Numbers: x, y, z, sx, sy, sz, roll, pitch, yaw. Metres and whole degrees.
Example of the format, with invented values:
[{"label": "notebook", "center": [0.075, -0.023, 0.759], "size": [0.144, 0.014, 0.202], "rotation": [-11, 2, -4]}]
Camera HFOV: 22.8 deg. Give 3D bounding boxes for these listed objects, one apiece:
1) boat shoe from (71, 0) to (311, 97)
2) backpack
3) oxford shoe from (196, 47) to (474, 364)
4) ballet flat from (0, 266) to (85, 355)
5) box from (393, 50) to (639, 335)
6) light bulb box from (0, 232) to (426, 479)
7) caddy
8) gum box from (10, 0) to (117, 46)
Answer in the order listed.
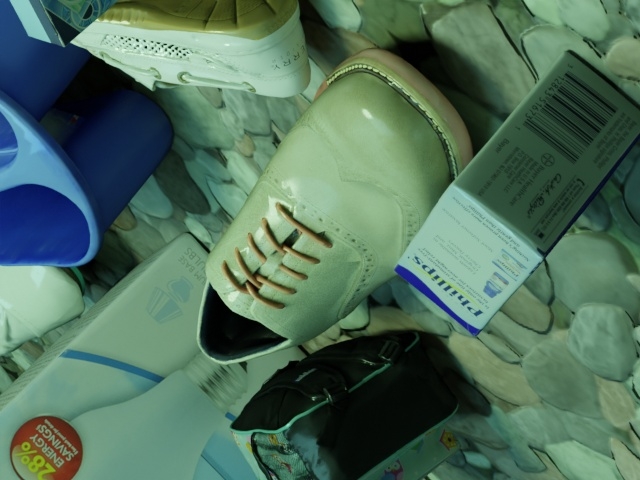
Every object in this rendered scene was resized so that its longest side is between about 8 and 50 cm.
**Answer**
[{"label": "boat shoe", "center": [-0.122, -0.153, 1.177], "size": [0.277, 0.098, 0.096], "rotation": [19, 144, 39]}, {"label": "backpack", "center": [0.017, 0.165, 1.381], "size": [0.188, 0.166, 0.144], "rotation": [-3, 119, 60]}, {"label": "oxford shoe", "center": [0.000, 0.000, 1.175], "size": [0.140, 0.146, 0.397], "rotation": [42, 154, 8]}, {"label": "ballet flat", "center": [-0.358, 0.068, 1.745], "size": [0.139, 0.139, 0.400], "rotation": [50, 163, -14]}, {"label": "box", "center": [0.123, -0.026, 0.985], "size": [0.072, 0.126, 0.137], "rotation": [39, 155, 5]}, {"label": "light bulb box", "center": [-0.162, 0.254, 1.549], "size": [0.358, 0.361, 0.225], "rotation": [46, 155, -6]}, {"label": "caddy", "center": [-0.298, -0.089, 1.406], "size": [0.341, 0.179, 0.241], "rotation": [-2, 133, 50]}, {"label": "gum box", "center": [-0.136, -0.237, 0.970], "size": [0.041, 0.184, 0.157], "rotation": [20, 147, 39]}]
